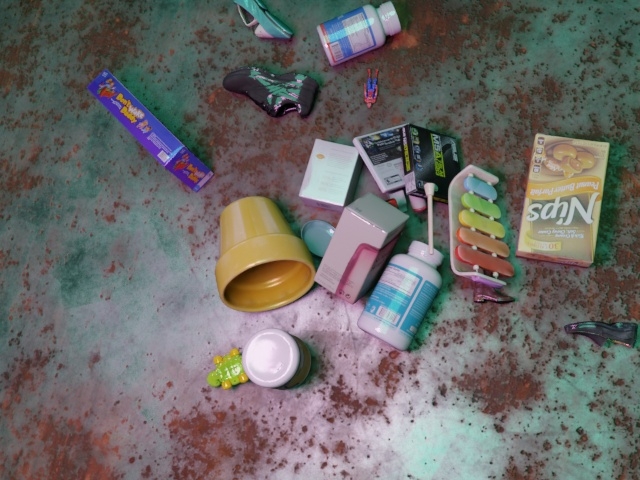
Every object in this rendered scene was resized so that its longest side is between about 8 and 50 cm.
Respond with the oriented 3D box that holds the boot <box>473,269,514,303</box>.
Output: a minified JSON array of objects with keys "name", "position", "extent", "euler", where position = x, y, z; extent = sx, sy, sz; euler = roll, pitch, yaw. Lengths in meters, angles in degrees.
[{"name":"boot","position":[0.443,0.103,1.786],"extent":[0.106,0.037,0.114],"euler":[1,72,13]}]

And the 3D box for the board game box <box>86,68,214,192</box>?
[{"name":"board game box","position":[-0.475,-0.305,1.969],"extent":[0.078,0.233,0.347],"euler":[-46,73,-2]}]

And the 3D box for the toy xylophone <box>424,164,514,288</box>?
[{"name":"toy xylophone","position":[0.370,-0.033,1.740],"extent":[0.081,0.236,0.322],"euler":[-26,62,48]}]

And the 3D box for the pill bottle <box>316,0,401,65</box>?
[{"name":"pill bottle","position":[0.110,-0.593,1.981],"extent":[0.222,0.124,0.124],"euler":[-21,73,4]}]

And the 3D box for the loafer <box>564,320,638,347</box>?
[{"name":"loafer","position":[0.681,0.228,1.693],"extent":[0.170,0.062,0.061],"euler":[1,81,13]}]

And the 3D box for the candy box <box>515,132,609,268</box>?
[{"name":"candy box","position":[0.614,-0.101,1.774],"extent":[0.183,0.087,0.316],"euler":[9,78,13]}]

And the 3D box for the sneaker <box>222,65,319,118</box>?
[{"name":"sneaker","position":[-0.152,-0.421,2.004],"extent":[0.286,0.109,0.130],"euler":[10,84,16]}]

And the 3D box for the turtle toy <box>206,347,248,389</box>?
[{"name":"turtle toy","position":[-0.244,0.348,1.845],"extent":[0.130,0.066,0.095],"euler":[-24,71,5]}]

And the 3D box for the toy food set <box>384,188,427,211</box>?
[{"name":"toy food set","position":[0.196,-0.069,1.848],"extent":[0.232,0.111,0.104],"euler":[-19,104,-4]}]

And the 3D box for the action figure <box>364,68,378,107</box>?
[{"name":"action figure","position":[0.144,-0.432,1.984],"extent":[0.038,0.030,0.115],"euler":[4,79,7]}]

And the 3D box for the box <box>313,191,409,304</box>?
[{"name":"box","position":[0.103,0.020,1.760],"extent":[0.127,0.149,0.232],"euler":[33,122,16]}]

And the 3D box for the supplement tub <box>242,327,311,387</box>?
[{"name":"supplement tub","position":[-0.104,0.302,1.758],"extent":[0.144,0.199,0.144],"euler":[-3,75,11]}]

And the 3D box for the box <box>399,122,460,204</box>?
[{"name":"box","position":[0.292,-0.196,1.821],"extent":[0.045,0.184,0.190],"euler":[-26,61,50]}]

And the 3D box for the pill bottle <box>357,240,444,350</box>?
[{"name":"pill bottle","position":[0.213,0.136,1.765],"extent":[0.146,0.146,0.264],"euler":[28,83,16]}]

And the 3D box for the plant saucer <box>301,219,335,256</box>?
[{"name":"plant saucer","position":[0.000,0.000,1.881],"extent":[0.119,0.021,0.119],"euler":[14,51,-18]}]

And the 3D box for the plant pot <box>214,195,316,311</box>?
[{"name":"plant pot","position":[-0.162,0.025,1.832],"extent":[0.254,0.254,0.239],"euler":[-22,57,5]}]

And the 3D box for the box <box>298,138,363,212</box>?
[{"name":"box","position":[0.032,-0.174,1.907],"extent":[0.130,0.091,0.170],"euler":[14,80,15]}]

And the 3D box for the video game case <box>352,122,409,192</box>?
[{"name":"video game case","position":[0.205,-0.224,1.874],"extent":[0.190,0.022,0.173],"euler":[-19,70,-27]}]

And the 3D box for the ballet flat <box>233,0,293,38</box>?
[{"name":"ballet flat","position":[-0.177,-0.662,2.089],"extent":[0.087,0.083,0.247],"euler":[-48,70,23]}]
